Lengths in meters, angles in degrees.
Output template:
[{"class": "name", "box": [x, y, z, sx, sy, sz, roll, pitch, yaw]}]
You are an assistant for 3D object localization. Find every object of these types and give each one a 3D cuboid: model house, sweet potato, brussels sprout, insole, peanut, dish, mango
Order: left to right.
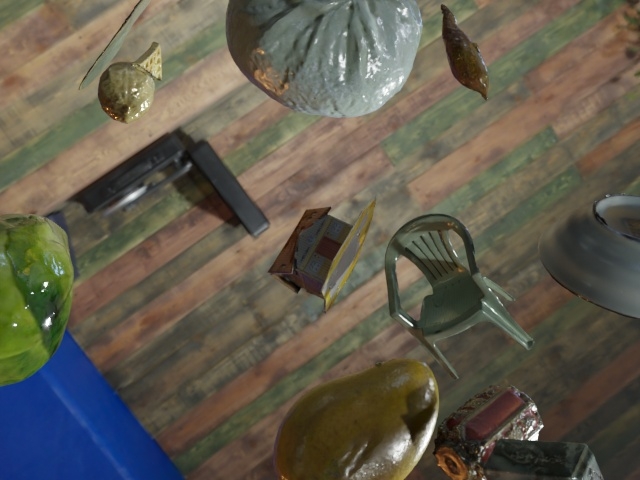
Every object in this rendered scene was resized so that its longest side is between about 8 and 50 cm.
[{"class": "brussels sprout", "box": [-0.465, 0.075, 1.043, 0.210, 0.220, 0.272, 2, -136, 2]}, {"class": "insole", "box": [-0.388, -0.382, 1.367, 0.348, 0.009, 0.119, -31, -158, 45]}, {"class": "peanut", "box": [-0.496, -0.379, 1.828, 0.140, 0.159, 0.109, 1, -178, -14]}, {"class": "model house", "box": [0.000, 0.000, 1.360, 0.219, 0.135, 0.207, -61, 166, -17]}, {"class": "mango", "box": [0.093, 0.448, 1.692, 0.445, 0.301, 0.220, -42, 175, -10]}, {"class": "sweet potato", "box": [0.271, -0.375, 1.393, 0.068, 0.226, 0.068, -19, 163, -6]}, {"class": "dish", "box": [0.528, 0.003, 1.188, 0.316, 0.106, 0.316, 4, -148, -3]}]

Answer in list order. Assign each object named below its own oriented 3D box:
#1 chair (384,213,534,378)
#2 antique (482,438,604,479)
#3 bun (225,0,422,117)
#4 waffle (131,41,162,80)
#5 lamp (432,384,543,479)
[{"class": "chair", "box": [0.260, 0.105, 1.417, 0.203, 0.274, 0.191, -28, -145, 28]}, {"class": "antique", "box": [0.391, 0.410, 1.246, 0.182, 0.086, 0.088, -11, -158, 42]}, {"class": "bun", "box": [0.011, -0.390, 1.257, 0.362, 0.362, 0.211, -39, 168, -24]}, {"class": "waffle", "box": [-0.398, -0.390, 1.646, 0.023, 0.098, 0.153, 8, -147, 3]}, {"class": "lamp", "box": [0.383, 0.441, 1.627, 0.273, 0.177, 0.177, -24, -178, -36]}]
